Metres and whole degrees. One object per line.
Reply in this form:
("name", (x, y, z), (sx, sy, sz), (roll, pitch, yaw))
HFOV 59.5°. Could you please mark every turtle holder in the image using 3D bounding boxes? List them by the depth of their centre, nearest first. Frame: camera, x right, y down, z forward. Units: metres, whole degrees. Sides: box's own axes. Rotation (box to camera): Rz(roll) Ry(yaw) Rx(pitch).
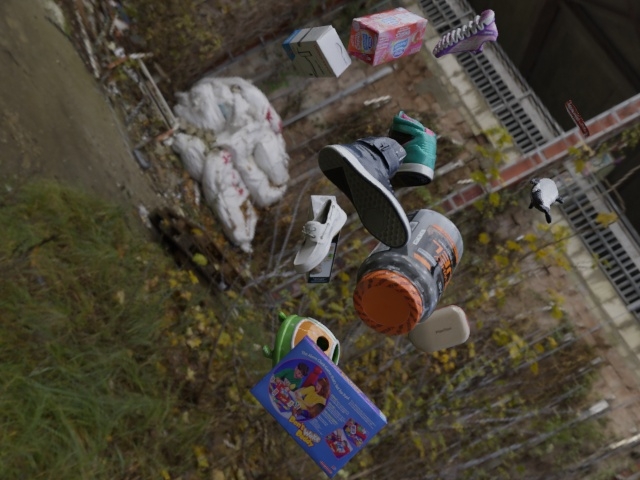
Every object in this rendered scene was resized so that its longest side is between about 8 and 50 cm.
("turtle holder", (-0.058, 0.419, 1.968), (0.243, 0.228, 0.320), (-53, 149, -62))

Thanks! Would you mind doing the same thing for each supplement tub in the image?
("supplement tub", (0.221, 0.076, 1.411), (0.207, 0.207, 0.338), (62, 38, -16))

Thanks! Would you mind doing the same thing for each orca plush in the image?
("orca plush", (0.883, -0.148, 2.236), (0.151, 0.102, 0.287), (24, 38, -8))

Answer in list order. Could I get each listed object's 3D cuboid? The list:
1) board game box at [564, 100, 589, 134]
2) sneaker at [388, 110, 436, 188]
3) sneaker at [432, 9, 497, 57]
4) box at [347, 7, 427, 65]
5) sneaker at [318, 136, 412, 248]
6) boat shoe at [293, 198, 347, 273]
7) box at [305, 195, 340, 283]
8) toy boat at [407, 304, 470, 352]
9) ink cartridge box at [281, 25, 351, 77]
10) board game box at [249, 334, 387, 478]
("board game box", (1.067, -0.498, 2.322), (0.145, 0.027, 0.281), (60, 26, 8))
("sneaker", (0.187, -0.236, 1.438), (0.124, 0.178, 0.296), (23, -10, -35))
("sneaker", (0.494, -0.670, 1.892), (0.104, 0.236, 0.095), (47, 42, -26))
("box", (0.231, -0.705, 1.931), (0.128, 0.257, 0.122), (39, -40, 29))
("sneaker", (0.121, -0.098, 1.015), (0.226, 0.163, 0.086), (54, -46, 14))
("boat shoe", (-0.017, -0.019, 1.706), (0.096, 0.098, 0.277), (55, 46, -29))
("box", (0.000, 0.000, 1.990), (0.290, 0.087, 0.169), (100, -14, -44))
("toy boat", (0.448, 0.338, 2.159), (0.151, 0.231, 0.150), (62, 12, -88))
("ink cartridge box", (-0.014, -0.638, 1.907), (0.203, 0.086, 0.148), (19, -27, 51))
("board game box", (-0.006, 0.489, 1.672), (0.347, 0.233, 0.078), (46, 0, 7))
